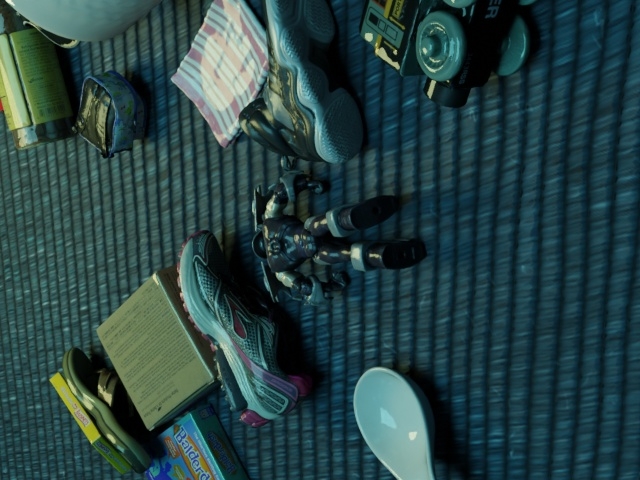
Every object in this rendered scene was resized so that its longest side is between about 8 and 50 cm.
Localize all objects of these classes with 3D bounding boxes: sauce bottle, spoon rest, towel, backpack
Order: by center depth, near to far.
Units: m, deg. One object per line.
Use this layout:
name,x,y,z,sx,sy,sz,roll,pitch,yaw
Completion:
spoon rest,0.136,0.282,1.627,0.276,0.084,0.137,47,133,22
towel,-0.132,-0.243,1.746,0.144,0.029,0.197,53,135,17
backpack,-0.322,-0.202,1.919,0.105,0.084,0.114,39,135,29
sauce bottle,-0.491,-0.324,2.033,0.111,0.111,0.344,-5,100,47

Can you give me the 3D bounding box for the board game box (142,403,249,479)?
board game box,-0.212,0.382,2.056,0.210,0.047,0.160,-40,74,46

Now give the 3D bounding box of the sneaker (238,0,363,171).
sneaker,-0.051,-0.217,1.614,0.153,0.101,0.268,-14,97,45

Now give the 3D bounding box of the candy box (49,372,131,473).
candy box,-0.403,0.318,2.173,0.206,0.027,0.105,41,166,48

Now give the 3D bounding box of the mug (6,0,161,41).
mug,-0.258,-0.499,1.634,0.328,0.276,0.374,-29,53,42

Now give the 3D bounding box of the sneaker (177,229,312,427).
sneaker,-0.111,0.118,1.817,0.112,0.121,0.299,-30,81,18

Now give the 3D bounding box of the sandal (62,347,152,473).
sandal,-0.350,0.283,2.131,0.303,0.086,0.120,43,171,43

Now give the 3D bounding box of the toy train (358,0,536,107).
toy train,0.152,-0.316,1.349,0.190,0.142,0.334,44,133,39

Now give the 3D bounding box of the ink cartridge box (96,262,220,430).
ink cartridge box,-0.237,0.167,1.970,0.235,0.088,0.193,-39,77,46

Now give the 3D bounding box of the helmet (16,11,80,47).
helmet,-0.379,-0.379,1.855,0.161,0.169,0.169,34,129,13

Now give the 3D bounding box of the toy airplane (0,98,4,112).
toy airplane,-0.577,-0.287,2.197,0.151,0.028,0.151,21,120,42

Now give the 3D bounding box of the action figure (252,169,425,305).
action figure,0.000,0.000,1.657,0.285,0.099,0.185,-3,110,51
